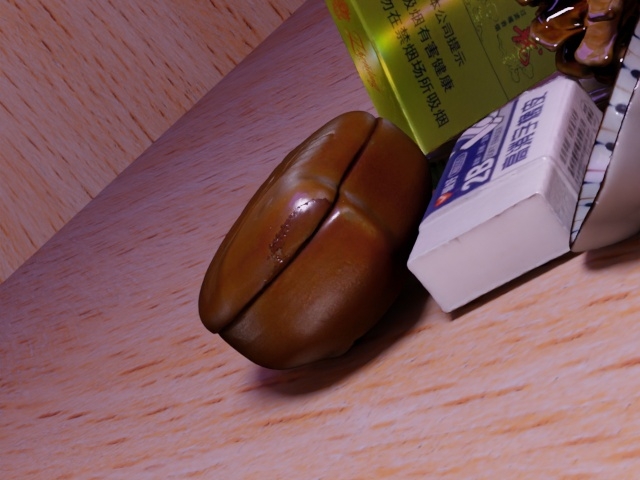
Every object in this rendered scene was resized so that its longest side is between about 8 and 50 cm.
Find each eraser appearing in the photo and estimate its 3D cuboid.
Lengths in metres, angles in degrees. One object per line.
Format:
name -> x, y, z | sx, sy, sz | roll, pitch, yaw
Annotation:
eraser -> 0.148, -0.040, 1.078 | 0.124, 0.068, 0.210 | -28, 17, 28

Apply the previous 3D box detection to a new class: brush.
brush -> 0.176, -0.097, 1.239 | 0.282, 0.048, 0.054 | -21, 18, 30

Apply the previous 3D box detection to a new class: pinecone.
pinecone -> 0.257, -0.227, 1.111 | 0.202, 0.201, 0.229 | -15, 45, 39

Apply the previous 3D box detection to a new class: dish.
dish -> 0.224, -0.075, 0.921 | 0.190, 0.066, 0.191 | 18, -90, -85

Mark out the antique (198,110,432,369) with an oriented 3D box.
antique -> 0.000, 0.000, 1.136 | 0.223, 0.129, 0.278 | -53, 7, 2

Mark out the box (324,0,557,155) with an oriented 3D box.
box -> 0.154, -0.216, 1.276 | 0.311, 0.173, 0.043 | -32, 13, -32
